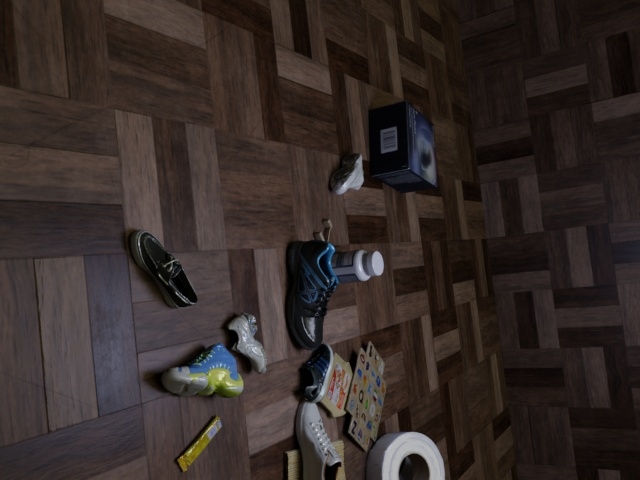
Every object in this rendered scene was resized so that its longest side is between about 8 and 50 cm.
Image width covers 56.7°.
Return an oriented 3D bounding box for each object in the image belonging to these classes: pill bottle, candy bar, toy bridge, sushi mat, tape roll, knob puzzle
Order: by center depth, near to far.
[{"bbox_3d":[-0.287,0.485,1.430,0.161,0.018,0.040,-46,125,-52],"label":"candy bar"},{"bbox_3d":[-0.011,0.703,1.808,0.316,0.019,0.151,16,69,-55],"label":"sushi mat"},{"bbox_3d":[0.058,0.489,1.954,0.213,0.030,0.213,12,76,-57],"label":"knob puzzle"},{"bbox_3d":[0.000,0.000,1.982,0.188,0.026,0.063,-56,131,-47],"label":"toy bridge"},{"bbox_3d":[0.115,0.087,1.998,0.108,0.180,0.108,18,68,-55],"label":"pill bottle"},{"bbox_3d":[0.300,0.821,2.092,0.286,0.100,0.286,10,71,-29],"label":"tape roll"}]

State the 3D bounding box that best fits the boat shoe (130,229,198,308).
[{"bbox_3d":[-0.354,0.063,1.373,0.219,0.070,0.078,62,37,-28],"label":"boat shoe"}]

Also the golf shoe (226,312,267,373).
[{"bbox_3d":[-0.202,0.285,1.585,0.086,0.069,0.176,-25,101,-36],"label":"golf shoe"}]

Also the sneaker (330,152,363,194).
[{"bbox_3d":[0.112,-0.221,2.155,0.232,0.090,0.115,-57,133,-45],"label":"sneaker"}]

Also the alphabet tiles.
[{"bbox_3d":[0.167,0.549,2.100,0.285,0.011,0.342,57,40,-43],"label":"alphabet tiles"}]

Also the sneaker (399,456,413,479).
[{"bbox_3d":[0.374,0.937,2.274,0.169,0.108,0.292,64,35,-21],"label":"sneaker"}]

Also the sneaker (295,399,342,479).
[{"bbox_3d":[0.009,0.607,1.740,0.106,0.123,0.290,21,52,-51],"label":"sneaker"}]

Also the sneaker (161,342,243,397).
[{"bbox_3d":[-0.287,0.307,1.430,0.240,0.091,0.126,31,39,-50],"label":"sneaker"}]

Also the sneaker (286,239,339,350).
[{"bbox_3d":[-0.020,0.164,1.808,0.125,0.140,0.340,3,81,-59],"label":"sneaker"}]

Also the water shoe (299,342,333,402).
[{"bbox_3d":[-0.014,0.393,1.824,0.080,0.073,0.203,35,41,-25],"label":"water shoe"}]

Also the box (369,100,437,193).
[{"bbox_3d":[0.350,-0.382,2.477,0.294,0.183,0.296,18,69,-56],"label":"box"}]
